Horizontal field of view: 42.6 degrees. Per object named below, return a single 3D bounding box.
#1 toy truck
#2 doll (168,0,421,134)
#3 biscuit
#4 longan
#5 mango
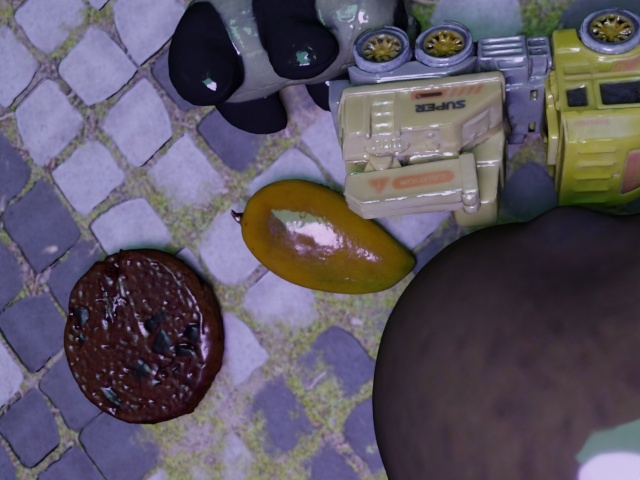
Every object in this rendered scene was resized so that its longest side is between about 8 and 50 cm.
[{"bbox_3d":[0.143,-0.088,0.673,0.272,0.124,0.157,-3,57,10],"label":"toy truck"},{"bbox_3d":[-0.028,-0.185,0.759,0.234,0.143,0.135,-6,80,20],"label":"doll"},{"bbox_3d":[-0.187,0.101,0.869,0.192,0.049,0.192,3,100,18],"label":"biscuit"},{"bbox_3d":[0.218,0.129,0.614,0.361,0.361,0.361,1,93,17],"label":"longan"},{"bbox_3d":[0.000,0.000,0.801,0.187,0.066,0.101,24,100,6],"label":"mango"}]
